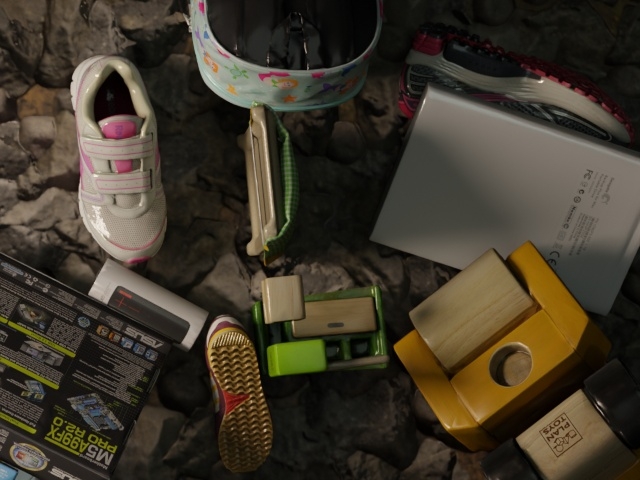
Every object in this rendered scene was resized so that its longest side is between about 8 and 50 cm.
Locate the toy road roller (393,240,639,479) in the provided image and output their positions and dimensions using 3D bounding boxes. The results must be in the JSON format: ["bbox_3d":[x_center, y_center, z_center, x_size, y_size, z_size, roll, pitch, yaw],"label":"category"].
[{"bbox_3d":[0.263,0.189,1.832,0.202,0.240,0.329,-38,55,7],"label":"toy road roller"}]

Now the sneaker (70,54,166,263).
[{"bbox_3d":[-0.234,-0.099,1.808,0.103,0.111,0.252,-12,86,-11],"label":"sneaker"}]

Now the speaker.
[{"bbox_3d":[-0.200,0.074,1.823,0.136,0.055,0.055,29,79,-6],"label":"speaker"}]

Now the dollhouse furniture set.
[{"bbox_3d":[0.000,0.000,1.794,0.151,0.197,0.302,-5,85,-9],"label":"dollhouse furniture set"}]

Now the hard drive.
[{"bbox_3d":[0.235,-0.046,1.876,0.307,0.040,0.203,18,111,-7],"label":"hard drive"}]

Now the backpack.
[{"bbox_3d":[-0.043,-0.268,1.811,0.225,0.191,0.253,-1,61,-11],"label":"backpack"}]

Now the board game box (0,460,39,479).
[{"bbox_3d":[-0.468,0.306,1.747,0.193,0.053,0.305,40,78,-4],"label":"board game box"}]

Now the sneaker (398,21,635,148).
[{"bbox_3d":[0.238,-0.167,1.912,0.299,0.121,0.112,19,109,-8],"label":"sneaker"}]

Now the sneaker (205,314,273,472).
[{"bbox_3d":[-0.094,0.176,1.827,0.069,0.084,0.185,-6,110,-6],"label":"sneaker"}]

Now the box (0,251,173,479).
[{"bbox_3d":[-0.321,0.138,1.734,0.270,0.060,0.216,27,44,-6],"label":"box"}]

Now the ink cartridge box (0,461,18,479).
[{"bbox_3d":[-0.396,0.291,1.688,0.092,0.090,0.143,28,79,-8],"label":"ink cartridge box"}]
